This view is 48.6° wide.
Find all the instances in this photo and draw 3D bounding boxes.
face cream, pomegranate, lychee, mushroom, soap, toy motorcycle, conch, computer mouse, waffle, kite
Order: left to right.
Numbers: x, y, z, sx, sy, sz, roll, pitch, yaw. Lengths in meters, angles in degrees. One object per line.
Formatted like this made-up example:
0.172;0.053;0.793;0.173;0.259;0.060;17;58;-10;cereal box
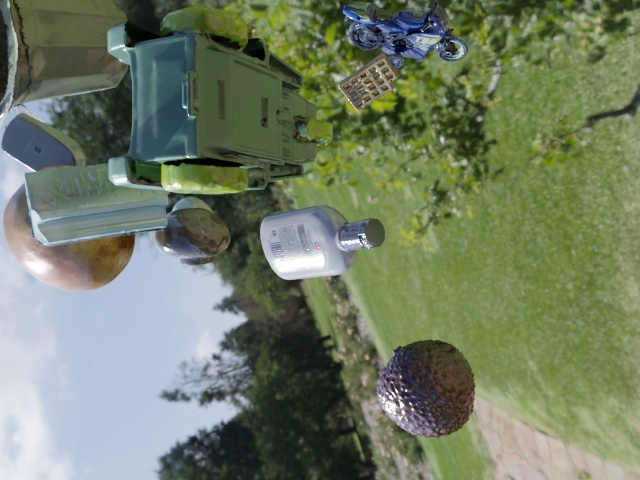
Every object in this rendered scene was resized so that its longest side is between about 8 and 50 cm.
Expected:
-0.909;-0.419;1.990;0.152;0.015;0.285;14;157;37;kite
-0.745;-0.246;1.917;0.230;0.128;0.079;36;-167;-15;computer mouse
-0.571;-0.032;1.663;0.319;0.319;0.319;162;90;-87;pomegranate
-0.434;-0.080;1.384;0.094;0.261;0.150;102;149;-42;soap
-0.324;-0.005;1.715;0.117;0.188;0.141;-25;-67;-69;mushroom
-0.361;-0.035;2.023;0.185;0.120;0.221;62;-178;13;conch
-0.126;-0.146;0.882;0.326;0.199;0.191;1;-92;-66;toy motorcycle
0.000;0.000;1.352;0.291;0.071;0.144;-11;104;48;face cream
0.118;-0.372;1.672;0.092;0.135;0.021;49;-158;-30;waffle
0.211;-0.521;1.743;0.169;0.315;0.113;84;-160;-59;toy motorcycle
0.276;0.378;1.819;0.260;0.260;0.261;162;90;-87;lychee

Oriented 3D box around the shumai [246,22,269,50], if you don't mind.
-0.314;-0.602;2.339;0.262;0.313;0.267;108;179;-60;shumai

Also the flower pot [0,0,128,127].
-0.496;-0.350;1.252;0.290;0.259;0.291;12;109;39;flower pot
